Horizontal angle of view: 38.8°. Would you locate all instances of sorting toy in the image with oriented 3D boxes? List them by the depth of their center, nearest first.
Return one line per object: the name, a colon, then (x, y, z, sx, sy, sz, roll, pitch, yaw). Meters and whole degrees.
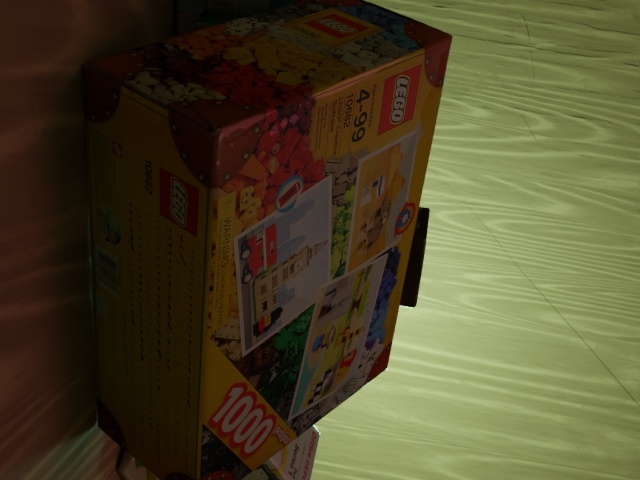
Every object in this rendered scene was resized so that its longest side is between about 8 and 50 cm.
sorting toy: (-0.248, 0.284, 1.380, 0.208, 0.038, 0.193, 93, 8, -60)

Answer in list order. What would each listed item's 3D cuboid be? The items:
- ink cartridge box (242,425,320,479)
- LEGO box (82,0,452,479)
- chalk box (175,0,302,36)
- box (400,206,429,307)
ink cartridge box: (-0.124, 0.416, 1.959, 0.278, 0.117, 0.201, 59, 28, -30)
LEGO box: (-0.065, 0.004, 1.071, 0.372, 0.193, 0.500, -30, 139, -41)
chalk box: (-0.084, -0.314, 1.188, 0.289, 0.180, 0.179, -72, 171, -52)
box: (0.000, 0.000, 1.646, 0.191, 0.381, 0.143, -67, 167, -69)
